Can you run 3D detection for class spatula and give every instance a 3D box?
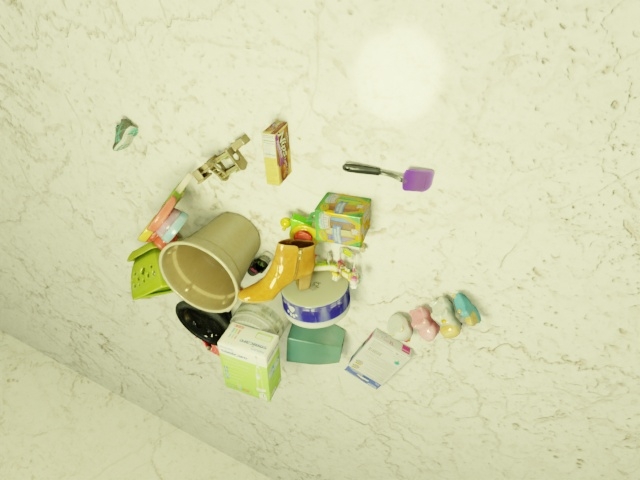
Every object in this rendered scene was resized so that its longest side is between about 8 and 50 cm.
[{"bbox_3d":[0.213,-0.213,1.424,0.297,0.030,0.084,13,131,15],"label":"spatula"}]

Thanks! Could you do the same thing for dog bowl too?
[{"bbox_3d":[-0.018,0.211,1.695,0.265,0.265,0.104,8,125,19],"label":"dog bowl"}]

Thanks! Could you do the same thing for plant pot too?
[{"bbox_3d":[-0.400,0.060,1.729,0.334,0.305,0.333,12,128,16],"label":"plant pot"},{"bbox_3d":[-0.017,0.448,1.947,0.234,0.165,0.165,11,129,7],"label":"plant pot"},{"bbox_3d":[-0.670,0.115,1.875,0.228,0.227,0.207,-23,81,33],"label":"plant pot"}]

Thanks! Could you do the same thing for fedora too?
[{"bbox_3d":[-0.521,0.358,2.105,0.334,0.152,0.334,14,138,13],"label":"fedora"}]

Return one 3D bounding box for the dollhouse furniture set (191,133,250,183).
[{"bbox_3d":[-0.330,-0.263,1.549,0.182,0.161,0.101,-22,114,36],"label":"dollhouse furniture set"}]

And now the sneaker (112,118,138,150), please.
[{"bbox_3d":[-0.774,-0.414,1.717,0.166,0.065,0.076,-33,90,35],"label":"sneaker"}]

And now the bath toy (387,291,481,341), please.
[{"bbox_3d":[0.420,0.314,1.672,0.348,0.151,0.129,-27,146,37],"label":"bath toy"}]

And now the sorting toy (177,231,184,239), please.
[{"bbox_3d":[-0.686,0.021,2.004,0.275,0.046,0.132,-15,117,33],"label":"sorting toy"}]

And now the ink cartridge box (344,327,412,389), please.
[{"bbox_3d":[0.250,0.531,1.949,0.186,0.065,0.311,30,129,1],"label":"ink cartridge box"}]

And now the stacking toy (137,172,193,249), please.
[{"bbox_3d":[-0.553,-0.095,1.692,0.130,0.279,0.309,38,155,-20],"label":"stacking toy"}]

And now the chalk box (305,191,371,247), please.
[{"bbox_3d":[0.057,-0.078,1.531,0.213,0.132,0.132,11,129,16],"label":"chalk box"}]

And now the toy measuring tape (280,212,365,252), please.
[{"bbox_3d":[0.000,0.000,1.638,0.330,0.121,0.121,22,131,-5],"label":"toy measuring tape"}]

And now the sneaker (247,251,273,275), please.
[{"bbox_3d":[-0.268,0.112,1.860,0.063,0.075,0.170,44,130,-11],"label":"sneaker"}]

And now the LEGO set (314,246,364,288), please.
[{"bbox_3d":[0.037,0.082,1.675,0.287,0.132,0.107,16,121,21],"label":"LEGO set"}]

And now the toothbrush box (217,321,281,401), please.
[{"bbox_3d":[-0.276,0.484,1.747,0.206,0.122,0.283,13,130,16],"label":"toothbrush box"}]

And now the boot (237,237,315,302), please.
[{"bbox_3d":[-0.158,0.099,1.566,0.295,0.104,0.211,-11,123,-21],"label":"boot"}]

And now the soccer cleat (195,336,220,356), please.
[{"bbox_3d":[-0.527,0.563,2.291,0.109,0.116,0.318,-23,113,36],"label":"soccer cleat"}]

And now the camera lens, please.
[{"bbox_3d":[-0.241,0.320,1.872,0.219,0.274,0.219,13,129,16],"label":"camera lens"}]

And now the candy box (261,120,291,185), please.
[{"bbox_3d":[-0.146,-0.293,1.478,0.053,0.109,0.186,12,128,16],"label":"candy box"}]

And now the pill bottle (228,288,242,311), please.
[{"bbox_3d":[-0.471,0.215,1.999,0.221,0.124,0.124,39,131,-5],"label":"pill bottle"}]
